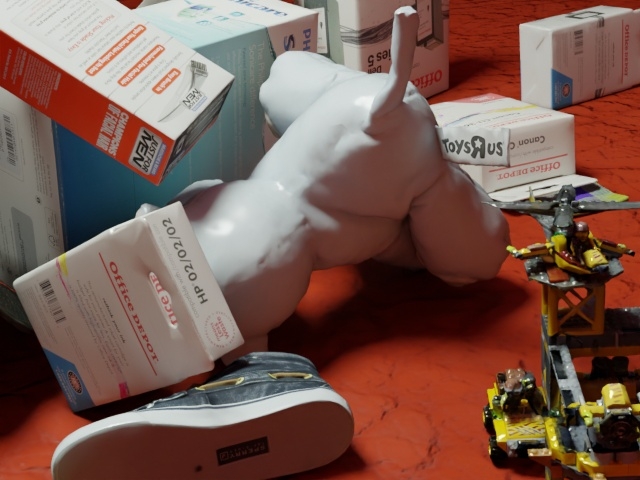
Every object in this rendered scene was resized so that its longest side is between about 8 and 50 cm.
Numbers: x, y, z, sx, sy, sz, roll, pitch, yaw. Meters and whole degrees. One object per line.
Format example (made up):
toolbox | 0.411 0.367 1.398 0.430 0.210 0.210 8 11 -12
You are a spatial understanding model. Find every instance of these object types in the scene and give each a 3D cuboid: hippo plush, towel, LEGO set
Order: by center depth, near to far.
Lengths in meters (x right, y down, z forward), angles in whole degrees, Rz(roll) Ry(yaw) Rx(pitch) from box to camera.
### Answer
LEGO set | 0.255 0.037 0.591 0.331 0.192 0.255 -1 23 12
hippo plush | 0.000 0.000 0.799 0.236 0.234 0.294 -44 17 -10
towel | 0.248 -0.039 1.010 0.083 0.009 0.060 -12 23 -14

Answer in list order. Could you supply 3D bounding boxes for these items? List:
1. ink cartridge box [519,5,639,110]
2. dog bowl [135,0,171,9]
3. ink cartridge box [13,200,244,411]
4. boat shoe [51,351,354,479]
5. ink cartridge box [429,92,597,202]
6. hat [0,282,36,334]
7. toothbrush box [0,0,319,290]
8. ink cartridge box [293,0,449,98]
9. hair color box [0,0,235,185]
ink cartridge box | 0.344 -0.240 1.343 0.180 0.104 0.060 -18 24 -28
dog bowl | -0.175 -0.262 1.300 0.349 0.102 0.349 -45 14 14
ink cartridge box | -0.120 0.043 0.689 0.062 0.104 0.181 -27 4 -43
boat shoe | -0.076 0.118 0.654 0.183 0.065 0.083 -7 18 -16
ink cartridge box | 0.184 -0.100 1.084 0.115 0.067 0.198 -14 22 -20
hat | -0.366 0.024 0.779 0.331 0.331 0.134 24 77 49
toothbrush box | -0.144 -0.087 0.931 0.126 0.216 0.295 26 38 36
ink cartridge box | 0.068 -0.309 1.355 0.115 0.272 0.198 18 33 39
hair color box | -0.158 -0.123 0.744 0.167 0.053 0.093 32 45 2
